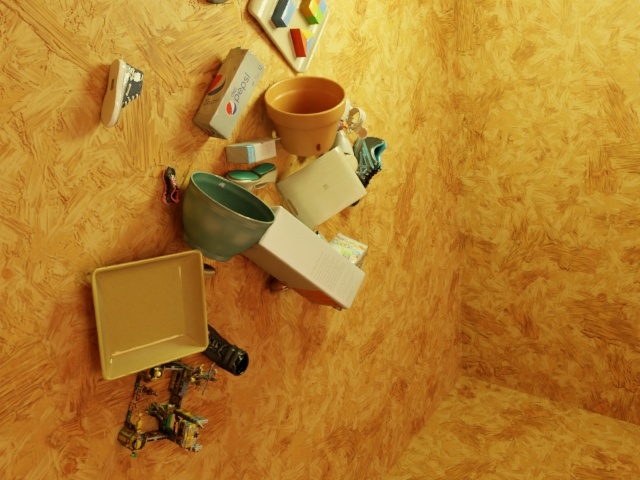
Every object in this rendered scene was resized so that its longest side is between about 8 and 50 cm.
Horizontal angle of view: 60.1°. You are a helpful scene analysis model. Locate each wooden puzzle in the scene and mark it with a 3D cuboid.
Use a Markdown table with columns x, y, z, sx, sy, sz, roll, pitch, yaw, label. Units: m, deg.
| x | y | z | sx | sy | sz | roll | pitch | yaw | label |
| --- | --- | --- | --- | --- | --- | --- | --- | --- | --- |
| -0.088 | -0.844 | 2.021 | 0.348 | 0.081 | 0.322 | 39 | 67 | -51 | wooden puzzle |

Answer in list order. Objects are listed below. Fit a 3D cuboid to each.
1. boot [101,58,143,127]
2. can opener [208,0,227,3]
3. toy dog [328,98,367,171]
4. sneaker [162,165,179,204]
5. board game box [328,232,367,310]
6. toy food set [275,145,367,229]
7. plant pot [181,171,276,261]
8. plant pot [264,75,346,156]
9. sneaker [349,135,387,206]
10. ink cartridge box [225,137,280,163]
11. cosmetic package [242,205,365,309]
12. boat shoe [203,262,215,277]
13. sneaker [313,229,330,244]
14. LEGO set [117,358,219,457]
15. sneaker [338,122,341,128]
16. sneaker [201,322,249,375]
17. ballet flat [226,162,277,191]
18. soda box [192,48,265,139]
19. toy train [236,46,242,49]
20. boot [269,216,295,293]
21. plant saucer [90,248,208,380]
| x | y | z | sx | sy | sz | roll | pitch | yaw | label |
| --- | --- | --- | --- | --- | --- | --- | --- | --- | --- |
| -0.534 | -0.390 | 1.509 | 0.086 | 0.069 | 0.189 | 16 | 83 | -52 | boot |
| -0.275 | -0.848 | 1.789 | 0.283 | 0.076 | 0.095 | -47 | 165 | -39 | can opener |
| 0.114 | -0.410 | 2.308 | 0.161 | 0.220 | 0.333 | 2 | 115 | -43 | toy dog |
| -0.450 | -0.167 | 1.689 | 0.047 | 0.057 | 0.119 | -9 | 103 | -51 | sneaker |
| 0.080 | 0.134 | 2.328 | 0.142 | 0.144 | 0.275 | -47 | 156 | -48 | board game box |
| 0.008 | -0.204 | 2.159 | 0.306 | 0.092 | 0.219 | -34 | 100 | -13 | toy food set |
| -0.316 | -0.058 | 1.745 | 0.293 | 0.293 | 0.196 | 10 | 116 | -55 | plant pot |
| -0.050 | -0.444 | 2.020 | 0.291 | 0.291 | 0.203 | -48 | 149 | -37 | plant pot |
| 0.194 | -0.313 | 2.485 | 0.125 | 0.140 | 0.340 | 24 | 79 | -56 | sneaker |
| -0.228 | -0.314 | 1.924 | 0.181 | 0.104 | 0.061 | -27 | 119 | -48 | ink cartridge box |
| -0.080 | 0.067 | 1.999 | 0.453 | 0.230 | 0.161 | 39 | 68 | -30 | cosmetic package |
| -0.428 | 0.106 | 1.785 | 0.190 | 0.068 | 0.072 | 10 | 102 | -44 | boat shoe |
| 0.000 | 0.000 | 2.349 | 0.191 | 0.071 | 0.082 | 15 | 80 | -55 | sneaker |
| -0.457 | 0.519 | 1.716 | 0.255 | 0.192 | 0.331 | 32 | 71 | -53 | LEGO set |
| 0.008 | -0.442 | 2.206 | 0.091 | 0.126 | 0.240 | 32 | 71 | -52 | sneaker |
| -0.344 | 0.361 | 1.880 | 0.104 | 0.147 | 0.295 | -59 | 138 | -25 | sneaker |
| -0.241 | -0.214 | 1.960 | 0.248 | 0.086 | 0.086 | -24 | 117 | -51 | ballet flat |
| -0.294 | -0.474 | 1.785 | 0.098 | 0.091 | 0.286 | 37 | 74 | -51 | soda box |
| -0.281 | -0.612 | 1.853 | 0.017 | 0.024 | 0.083 | 29 | 74 | -53 | toy train |
| -0.127 | 0.054 | 2.157 | 0.283 | 0.109 | 0.220 | -38 | 119 | -27 | boot |
| -0.504 | 0.204 | 1.634 | 0.333 | 0.081 | 0.332 | -12 | 108 | -38 | plant saucer |
